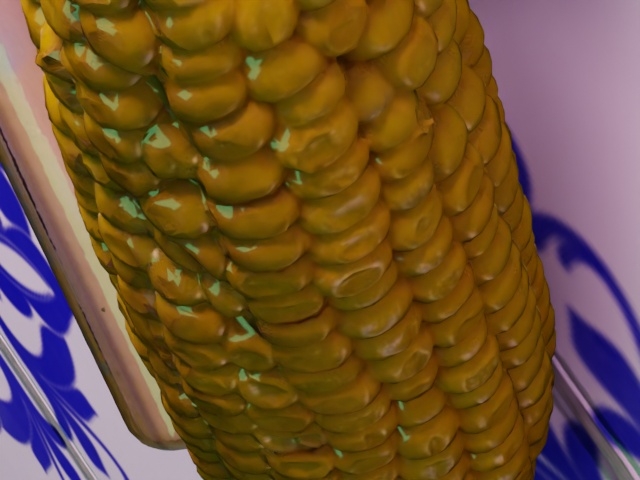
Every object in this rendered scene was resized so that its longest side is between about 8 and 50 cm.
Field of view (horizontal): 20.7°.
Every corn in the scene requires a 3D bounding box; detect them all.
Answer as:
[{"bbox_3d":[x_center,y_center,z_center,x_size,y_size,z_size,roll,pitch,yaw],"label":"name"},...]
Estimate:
[{"bbox_3d":[0.000,0.000,0.467,0.119,0.119,0.322,40,161,31],"label":"corn"}]

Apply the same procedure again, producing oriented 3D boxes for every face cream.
[{"bbox_3d":[-0.094,-0.074,0.609,0.139,0.067,0.285,-96,-17,-77],"label":"face cream"}]
